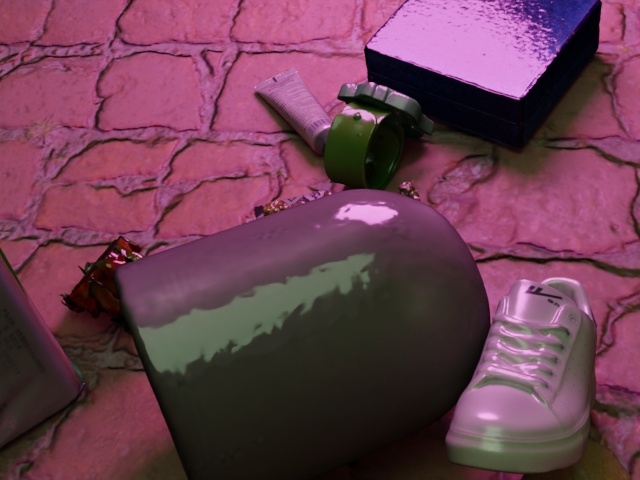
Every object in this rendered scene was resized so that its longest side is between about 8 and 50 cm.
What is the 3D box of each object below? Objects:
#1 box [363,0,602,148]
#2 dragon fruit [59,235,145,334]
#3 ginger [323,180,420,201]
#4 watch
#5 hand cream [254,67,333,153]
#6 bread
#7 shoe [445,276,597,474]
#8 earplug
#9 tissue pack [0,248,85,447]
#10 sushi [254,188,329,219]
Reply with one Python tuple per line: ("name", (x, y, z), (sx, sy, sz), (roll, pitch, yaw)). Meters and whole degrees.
("box", (0.256, -0.301, 1.620), (0.279, 0.116, 0.261), (24, 57, 29))
("dragon fruit", (-0.289, 0.068, 1.428), (0.175, 0.142, 0.138), (41, 107, 16))
("ginger", (0.002, -0.001, 1.427), (0.290, 0.122, 0.084), (-14, 20, 3))
("watch", (0.082, -0.141, 1.522), (0.131, 0.165, 0.152), (17, 80, 23))
("hand cream", (-0.029, -0.206, 1.650), (0.080, 0.050, 0.234), (-26, 45, -10))
("bread", (0.298, 0.296, 1.128), (0.152, 0.127, 0.147), (10, 32, -29))
("shoe", (0.228, 0.129, 1.103), (0.131, 0.160, 0.363), (2, 8, 24))
("earplug", (-0.003, 0.111, 1.192), (0.394, 0.313, 0.313), (-20, 49, -8))
("tissue pack", (-0.524, 0.106, 1.244), (0.331, 0.405, 0.205), (-34, 48, -18))
("sushi", (-0.034, -0.026, 1.504), (0.120, 0.026, 0.126), (-14, 49, -1))
